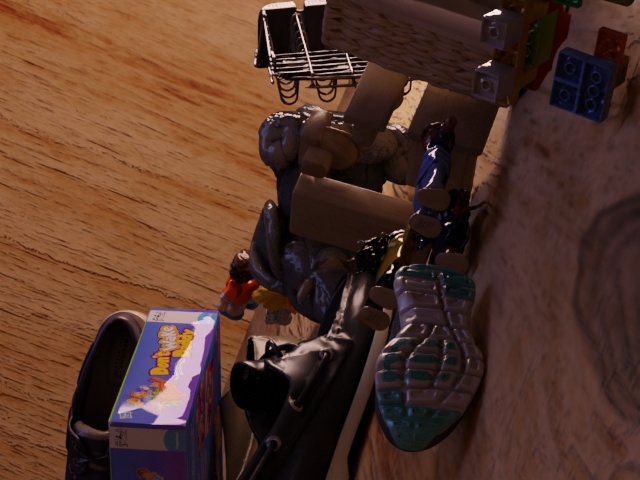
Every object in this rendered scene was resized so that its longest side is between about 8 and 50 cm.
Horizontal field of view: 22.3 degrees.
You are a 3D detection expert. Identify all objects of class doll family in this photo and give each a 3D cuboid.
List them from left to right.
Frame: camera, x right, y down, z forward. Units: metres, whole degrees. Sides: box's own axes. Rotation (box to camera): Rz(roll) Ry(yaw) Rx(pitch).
[{"bbox_3d":[-0.011,0.009,1.945,0.263,0.118,0.163,-51,-9,-24],"label":"doll family"},{"bbox_3d":[0.071,0.000,1.152,0.193,0.076,0.111,-59,4,33],"label":"doll family"}]

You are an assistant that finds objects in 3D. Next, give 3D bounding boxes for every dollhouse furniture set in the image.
[{"bbox_3d":[0.065,-0.079,1.284,0.151,0.144,0.123,95,-165,-49],"label":"dollhouse furniture set"}]

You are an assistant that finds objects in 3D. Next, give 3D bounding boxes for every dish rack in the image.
[{"bbox_3d":[0.038,-0.186,1.619,0.271,0.208,0.074,-102,6,-67],"label":"dish rack"}]

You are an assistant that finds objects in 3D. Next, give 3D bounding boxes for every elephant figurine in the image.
[{"bbox_3d":[0.000,0.000,1.549,0.186,0.169,0.239,-11,-70,-61],"label":"elephant figurine"}]

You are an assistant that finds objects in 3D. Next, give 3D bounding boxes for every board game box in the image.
[{"bbox_3d":[-0.158,0.279,1.728,0.233,0.078,0.347,-78,-10,-64],"label":"board game box"}]

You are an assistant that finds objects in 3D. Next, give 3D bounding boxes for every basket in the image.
[{"bbox_3d":[0.090,-0.180,1.178,0.103,0.167,0.113,107,-177,-64],"label":"basket"}]

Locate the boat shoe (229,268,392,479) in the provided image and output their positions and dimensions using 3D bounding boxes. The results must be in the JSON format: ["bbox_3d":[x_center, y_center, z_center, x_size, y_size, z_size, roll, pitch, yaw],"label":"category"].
[{"bbox_3d":[-0.025,0.140,1.325,0.127,0.113,0.340,116,174,-52],"label":"boat shoe"}]

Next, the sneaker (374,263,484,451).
[{"bbox_3d":[0.065,0.084,0.979,0.166,0.065,0.076,-70,-13,-59],"label":"sneaker"}]

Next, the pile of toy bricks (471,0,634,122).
[{"bbox_3d":[0.157,-0.167,0.855,0.105,0.118,0.212,-32,-43,-47],"label":"pile of toy bricks"}]

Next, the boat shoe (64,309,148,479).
[{"bbox_3d":[-0.239,0.216,1.800,0.092,0.103,0.285,38,-120,-78],"label":"boat shoe"}]

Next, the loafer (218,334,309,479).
[{"bbox_3d":[-0.076,0.205,1.763,0.094,0.087,0.251,117,173,-50],"label":"loafer"}]
